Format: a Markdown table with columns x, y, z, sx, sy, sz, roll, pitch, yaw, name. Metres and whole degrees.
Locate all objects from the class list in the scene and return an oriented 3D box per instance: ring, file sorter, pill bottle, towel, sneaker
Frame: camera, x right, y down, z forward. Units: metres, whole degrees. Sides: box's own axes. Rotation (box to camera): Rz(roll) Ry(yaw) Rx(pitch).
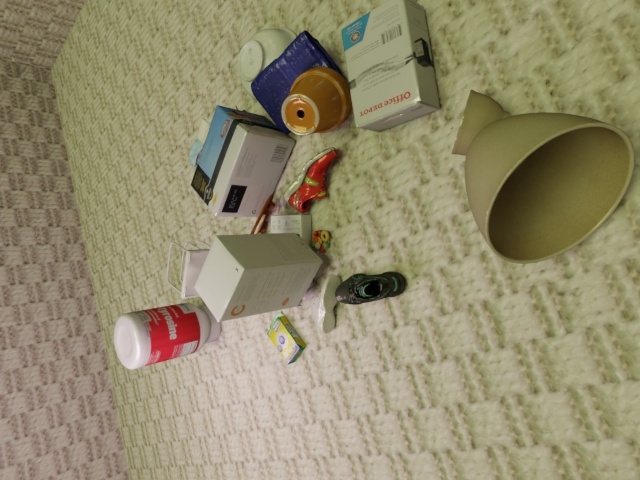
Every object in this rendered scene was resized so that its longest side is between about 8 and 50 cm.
| x | y | z | sx | sy | sz | roll | pitch | yaw | name |
| --- | --- | --- | --- | --- | --- | --- | --- | --- | --- |
| -0.237 | -0.012 | 1.652 | 0.032 | 0.337 | 0.337 | 25 | 115 | -5 | ring |
| -0.472 | 0.104 | 1.855 | 0.173 | 0.277 | 0.193 | 23 | 107 | 41 | file sorter |
| -0.647 | 0.395 | 1.943 | 0.229 | 0.407 | 0.229 | 4 | 95 | 41 | pill bottle |
| -0.078 | -0.535 | 1.547 | 0.308 | 0.076 | 0.228 | -28 | 105 | 37 | towel |
| -0.012 | -0.204 | 1.556 | 0.118 | 0.107 | 0.279 | 47 | 127 | 8 | sneaker |
| 0.134 | 0.150 | 1.422 | 0.267 | 0.106 | 0.101 | -21 | 80 | 42 | sneaker |
| 0.010 | 0.211 | 1.564 | 0.094 | 0.080 | 0.212 | 27 | 112 | 50 | sneaker |

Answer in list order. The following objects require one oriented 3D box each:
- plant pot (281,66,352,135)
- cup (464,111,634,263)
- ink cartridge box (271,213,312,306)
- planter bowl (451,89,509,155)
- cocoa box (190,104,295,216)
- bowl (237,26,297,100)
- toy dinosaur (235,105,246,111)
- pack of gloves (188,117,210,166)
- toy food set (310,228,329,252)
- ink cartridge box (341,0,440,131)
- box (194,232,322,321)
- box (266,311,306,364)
| x | y | z | sx | sy | sz | roll | pitch | yaw | name |
| --- | --- | --- | --- | --- | --- | --- | --- | --- | --- |
| -0.025 | -0.424 | 1.422 | 0.205 | 0.188 | 0.205 | 13 | 126 | 18 | plant pot |
| 0.456 | -0.149 | 1.002 | 0.331 | 0.330 | 0.237 | -61 | 32 | 27 | cup |
| -0.108 | 0.070 | 1.664 | 0.165 | 0.065 | 0.333 | 2 | 93 | 41 | ink cartridge box |
| 0.406 | -0.285 | 1.129 | 0.109 | 0.162 | 0.162 | 17 | 106 | 12 | planter bowl |
| -0.302 | -0.291 | 1.703 | 0.228 | 0.231 | 0.347 | 44 | 120 | 35 | cocoa box |
| -0.212 | -0.652 | 1.668 | 0.297 | 0.134 | 0.298 | 4 | 96 | 41 | bowl |
| -0.321 | -0.488 | 1.824 | 0.047 | 0.090 | 0.082 | -36 | 36 | 54 | toy dinosaur |
| -0.542 | -0.409 | 2.042 | 0.195 | 0.046 | 0.232 | 46 | 121 | 30 | pack of gloves |
| 0.000 | 0.000 | 1.590 | 0.083 | 0.020 | 0.083 | 17 | 104 | 40 | toy food set |
| 0.200 | -0.499 | 1.303 | 0.223 | 0.129 | 0.308 | -12 | 85 | 42 | ink cartridge box |
| -0.197 | 0.110 | 1.474 | 0.168 | 0.345 | 0.215 | 44 | 119 | 31 | box |
| -0.139 | 0.372 | 1.726 | 0.179 | 0.043 | 0.105 | 50 | 123 | 30 | box |
